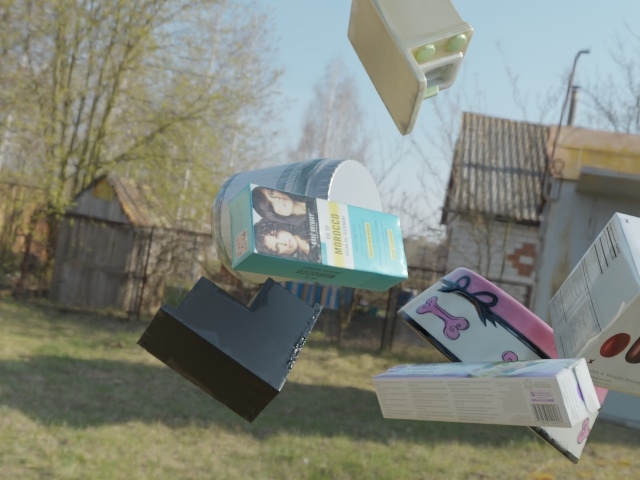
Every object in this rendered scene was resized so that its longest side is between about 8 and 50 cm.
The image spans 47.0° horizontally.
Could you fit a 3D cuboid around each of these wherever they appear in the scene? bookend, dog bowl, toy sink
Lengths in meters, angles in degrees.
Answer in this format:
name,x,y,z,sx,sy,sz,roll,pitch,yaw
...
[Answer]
name,x,y,z,sx,sy,sz,roll,pitch,yaw
bookend,-0.099,0.098,0.851,0.157,0.072,0.156,35,37,-5
dog bowl,0.339,0.209,1.341,0.408,0.150,0.408,40,-1,1
toy sink,0.154,-0.317,1.203,0.131,0.234,0.153,-20,-23,-12

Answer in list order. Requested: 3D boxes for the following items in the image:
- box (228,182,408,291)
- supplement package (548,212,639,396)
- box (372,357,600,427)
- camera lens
name,x,y,z,sx,sy,sz,roll,pitch,yaw
box,0.000,0.000,0.988,0.244,0.100,0.060,10,-28,-32
supplement package,0.461,0.101,1.027,0.194,0.203,0.149,13,43,-7
box,0.197,0.195,0.949,0.063,0.067,0.324,-18,1,-37
camera lens,-0.048,-0.035,1.371,0.274,0.219,0.219,-7,-9,33
